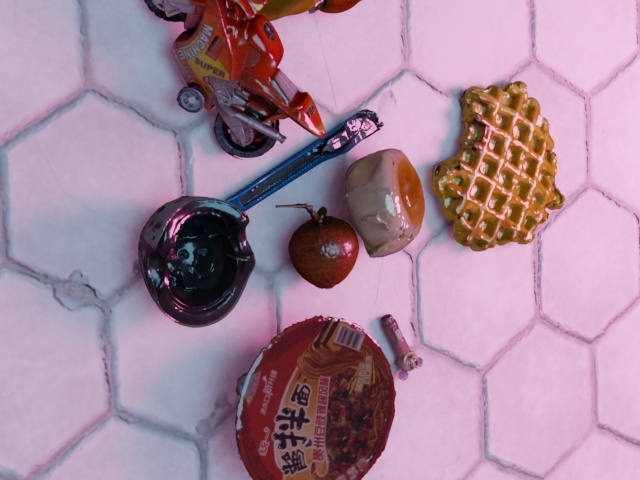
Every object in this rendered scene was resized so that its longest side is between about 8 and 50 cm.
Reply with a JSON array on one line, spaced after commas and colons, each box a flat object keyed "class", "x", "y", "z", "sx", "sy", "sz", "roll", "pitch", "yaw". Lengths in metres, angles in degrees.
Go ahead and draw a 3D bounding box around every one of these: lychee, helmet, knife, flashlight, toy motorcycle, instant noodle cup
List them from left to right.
[{"class": "helmet", "x": -0.177, "y": 0.016, "z": 1.493, "sx": 0.153, "sy": 0.107, "sz": 0.177, "roll": -19, "pitch": 123, "yaw": -32}, {"class": "toy motorcycle", "x": -0.115, "y": -0.244, "z": 1.478, "sx": 0.298, "sy": 0.171, "sz": 0.089, "roll": 62, "pitch": 21, "yaw": -24}, {"class": "instant noodle cup", "x": -0.024, "y": 0.237, "z": 1.613, "sx": 0.274, "sy": 0.091, "sz": 0.274, "roll": -3, "pitch": 96, "yaw": -32}, {"class": "knife", "x": -0.019, "y": -0.114, "z": 1.622, "sx": 0.296, "sy": 0.026, "sz": 0.044, "roll": -35, "pitch": 123, "yaw": -25}, {"class": "lychee", "x": 0.003, "y": 0.006, "z": 1.593, "sx": 0.114, "sy": 0.101, "sz": 0.140, "roll": -32, "pitch": 146, "yaw": -36}, {"class": "flashlight", "x": 0.124, "y": 0.163, "z": 1.732, "sx": 0.052, "sy": 0.031, "sz": 0.110, "roll": -36, "pitch": 112, "yaw": -24}]

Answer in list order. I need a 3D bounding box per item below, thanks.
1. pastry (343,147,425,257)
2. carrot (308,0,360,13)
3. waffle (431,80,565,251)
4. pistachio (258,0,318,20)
[{"class": "pastry", "x": 0.095, "y": -0.056, "z": 1.636, "sx": 0.166, "sy": 0.088, "sz": 0.165, "roll": 38, "pitch": 45, "yaw": -53}, {"class": "carrot", "x": 0.094, "y": -0.407, "z": 1.652, "sx": 0.336, "sy": 0.069, "sz": 0.069, "roll": -34, "pitch": 111, "yaw": -32}, {"class": "waffle", "x": 0.283, "y": -0.115, "z": 1.795, "sx": 0.291, "sy": 0.051, "sz": 0.291, "roll": -3, "pitch": 95, "yaw": -34}, {"class": "pistachio", "x": -0.088, "y": -0.365, "z": 1.517, "sx": 0.189, "sy": 0.100, "sz": 0.110, "roll": 12, "pitch": 60, "yaw": -9}]
